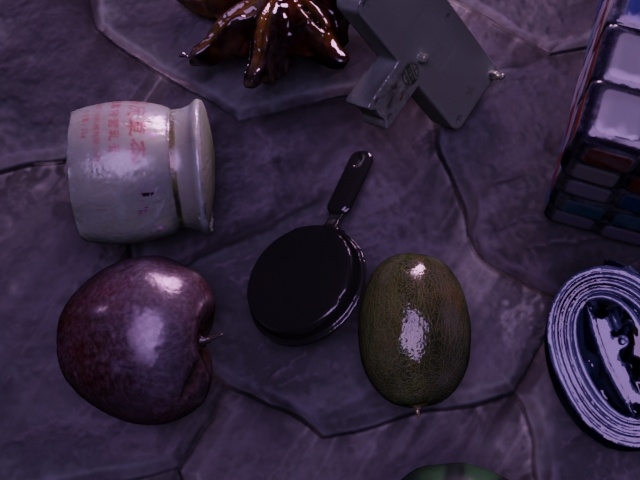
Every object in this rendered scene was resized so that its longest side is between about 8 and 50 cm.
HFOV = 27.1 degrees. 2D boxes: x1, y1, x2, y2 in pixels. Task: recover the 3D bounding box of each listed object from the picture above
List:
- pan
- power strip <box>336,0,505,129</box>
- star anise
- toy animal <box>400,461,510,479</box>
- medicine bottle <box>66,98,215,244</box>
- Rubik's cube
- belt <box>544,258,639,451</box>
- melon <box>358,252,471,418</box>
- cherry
[{"bbox_3d":[0.000,0.000,1.382,0.136,0.028,0.235,7,63,33],"label":"pan"},{"bbox_3d":[0.090,-0.183,1.357,0.061,0.215,0.145,25,77,47],"label":"power strip"},{"bbox_3d":[-0.028,-0.250,1.441,0.271,0.102,0.272,-12,51,15],"label":"star anise"},{"bbox_3d":[0.185,0.344,1.221,0.338,0.191,0.216,39,81,11],"label":"toy animal"},{"bbox_3d":[-0.180,-0.071,1.365,0.143,0.147,0.147,-5,75,0],"label":"medicine bottle"},{"bbox_3d":[0.400,-0.146,1.289,0.286,0.292,0.293,16,79,7],"label":"Rubik's cube"},{"bbox_3d":[0.299,0.115,1.331,0.141,0.082,0.190,-22,77,0],"label":"belt"},{"bbox_3d":[0.093,0.095,1.330,0.114,0.114,0.168,-2,77,2],"label":"melon"},{"bbox_3d":[-0.183,0.096,1.327,0.176,0.140,0.176,-1,86,13],"label":"cherry"}]
